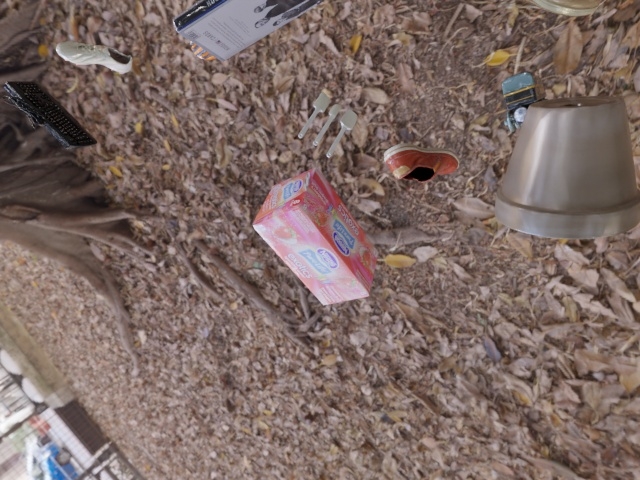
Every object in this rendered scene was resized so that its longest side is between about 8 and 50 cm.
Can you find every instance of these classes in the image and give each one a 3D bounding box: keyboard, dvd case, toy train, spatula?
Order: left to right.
[{"bbox_3d":[-0.569,-0.270,0.841,0.192,0.100,0.038,44,124,-2],"label":"keyboard"},{"bbox_3d":[-0.116,-0.408,0.708,0.238,0.179,0.030,-24,95,13],"label":"dvd case"},{"bbox_3d":[0.029,-0.419,1.450,0.168,0.242,0.019,33,150,-12],"label":"spatula"},{"bbox_3d":[0.760,-0.518,1.473,0.142,0.334,0.190,-8,104,39],"label":"toy train"}]

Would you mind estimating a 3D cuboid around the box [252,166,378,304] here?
[{"bbox_3d":[0.000,0.000,0.960,0.142,0.154,0.300,-17,126,33],"label":"box"}]

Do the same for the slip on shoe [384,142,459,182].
[{"bbox_3d":[0.328,-0.229,1.259,0.123,0.331,0.101,-29,72,44],"label":"slip on shoe"}]

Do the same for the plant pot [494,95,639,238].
[{"bbox_3d":[0.605,-0.193,0.978,0.323,0.323,0.281,10,119,35],"label":"plant pot"}]

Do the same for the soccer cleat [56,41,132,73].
[{"bbox_3d":[-0.657,-0.547,1.176,0.076,0.196,0.068,-20,75,48],"label":"soccer cleat"}]

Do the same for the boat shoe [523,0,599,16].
[{"bbox_3d":[0.578,-0.667,1.020,0.340,0.122,0.110,7,142,-11],"label":"boat shoe"}]

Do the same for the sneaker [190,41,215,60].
[{"bbox_3d":[-0.219,-0.518,0.934,0.321,0.180,0.124,-27,123,33],"label":"sneaker"}]
